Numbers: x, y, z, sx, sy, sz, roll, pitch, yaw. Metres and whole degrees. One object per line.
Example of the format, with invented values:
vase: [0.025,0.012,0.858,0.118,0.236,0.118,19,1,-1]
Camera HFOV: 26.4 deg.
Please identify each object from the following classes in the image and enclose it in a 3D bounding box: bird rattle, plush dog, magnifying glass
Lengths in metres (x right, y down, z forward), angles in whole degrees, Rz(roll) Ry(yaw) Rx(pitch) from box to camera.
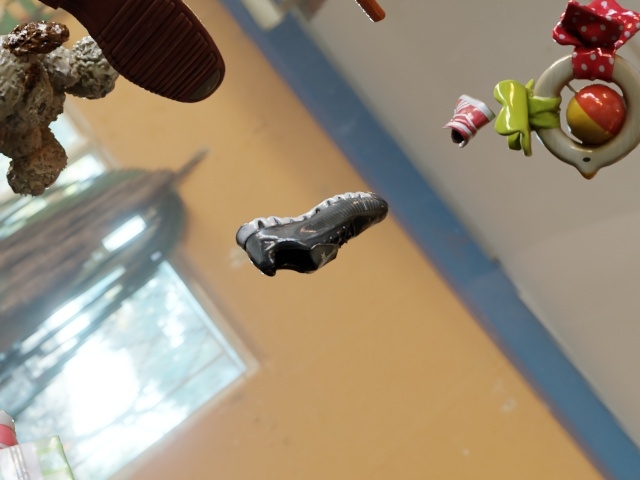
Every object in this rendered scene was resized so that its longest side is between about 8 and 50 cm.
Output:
bird rattle: [0.365,-0.204,1.894,0.207,0.253,0.143,46,10,2]
plush dog: [-0.427,-0.214,1.898,0.211,0.262,0.225,33,1,6]
magnifying glass: [0.057,-0.451,2.407,0.231,0.092,0.026,42,35,-55]

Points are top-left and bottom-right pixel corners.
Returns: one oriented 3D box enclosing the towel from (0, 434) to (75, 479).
towel: [-0.340,0.258,1.450,0.113,0.152,0.023,-125,-153,-48]

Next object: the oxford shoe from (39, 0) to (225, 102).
oxford shoe: [-0.255,-0.305,1.702,0.348,0.123,0.130,41,12,-34]

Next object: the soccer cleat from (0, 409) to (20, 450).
soccer cleat: [-0.435,0.361,1.825,0.318,0.109,0.116,96,-22,-44]

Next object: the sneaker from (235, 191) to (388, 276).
sneaker: [0.000,0.000,2.018,0.078,0.234,0.106,89,-19,-47]

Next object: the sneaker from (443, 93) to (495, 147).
sneaker: [0.200,-0.168,1.928,0.042,0.067,0.118,46,-1,-14]
